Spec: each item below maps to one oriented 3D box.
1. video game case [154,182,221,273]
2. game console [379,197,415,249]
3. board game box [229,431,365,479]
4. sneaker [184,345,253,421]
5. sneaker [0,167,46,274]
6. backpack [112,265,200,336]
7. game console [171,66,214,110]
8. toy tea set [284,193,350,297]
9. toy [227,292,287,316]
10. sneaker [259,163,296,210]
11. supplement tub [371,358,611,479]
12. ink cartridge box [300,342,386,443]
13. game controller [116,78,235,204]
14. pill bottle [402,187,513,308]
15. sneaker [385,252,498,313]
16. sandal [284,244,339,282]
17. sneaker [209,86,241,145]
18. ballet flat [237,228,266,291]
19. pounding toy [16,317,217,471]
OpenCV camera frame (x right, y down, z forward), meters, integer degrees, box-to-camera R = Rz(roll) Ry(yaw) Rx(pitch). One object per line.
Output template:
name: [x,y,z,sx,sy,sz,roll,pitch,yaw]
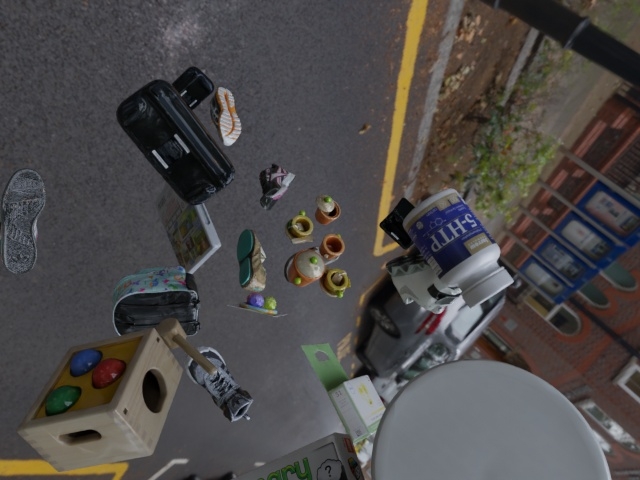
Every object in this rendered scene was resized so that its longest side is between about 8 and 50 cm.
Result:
video game case: [-0.454,-0.061,1.611,0.036,0.300,0.329,-19,171,-36]
game console: [0.264,-0.052,1.507,0.107,0.122,0.071,-46,-176,26]
board game box: [-0.072,0.383,0.569,0.305,0.193,0.053,-30,144,13]
sneaker: [-0.271,0.408,1.342,0.101,0.153,0.268,-42,135,-22]
sneaker: [-0.865,-0.066,1.379,0.124,0.178,0.295,6,97,-43]
backpack: [-0.521,0.200,1.512,0.254,0.191,0.225,-7,127,-23]
game console: [-0.496,-0.441,1.632,0.361,0.044,0.213,-30,134,29]
toy tea set: [0.000,0.000,1.433,0.200,0.336,0.124,7,151,-23]
toy: [-0.176,0.186,1.415,0.237,0.137,0.056,63,39,-78]
sneaker: [-0.125,-0.137,1.193,0.072,0.077,0.178,-48,-170,25]
supplement tub: [0.183,0.264,0.544,0.228,0.228,0.316,-43,150,-6]
ink cartridge box: [0.062,0.330,1.103,0.056,0.235,0.171,-34,159,14]
game controller: [-0.366,-0.243,1.233,0.166,0.319,0.067,-32,-157,8]
pill bottle: [0.235,0.015,0.817,0.112,0.186,0.112,-29,162,-10]
sneaker: [0.300,0.102,1.149,0.122,0.146,0.330,-21,-175,-27]
sandal: [-0.021,0.067,1.568,0.219,0.090,0.060,-21,-177,-24]
sneaker: [-0.327,-0.406,1.613,0.083,0.214,0.084,-28,151,37]
ballet flat: [-0.173,0.055,1.224,0.073,0.206,0.067,-39,126,25]
pounding toy: [-0.231,0.157,0.605,0.181,0.206,0.094,-15,121,11]
